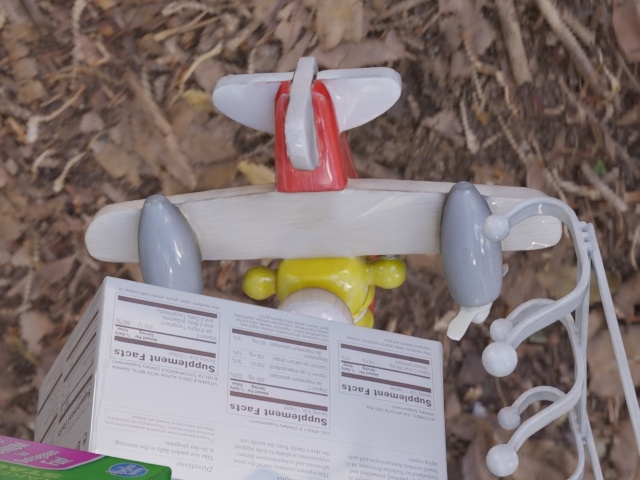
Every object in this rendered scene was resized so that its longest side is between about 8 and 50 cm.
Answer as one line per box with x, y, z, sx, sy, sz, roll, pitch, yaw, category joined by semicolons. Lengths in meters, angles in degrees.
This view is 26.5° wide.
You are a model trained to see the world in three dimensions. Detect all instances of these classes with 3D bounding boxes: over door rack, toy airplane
0.173;0.163;0.870;0.108;0.324;0.239;-16;137;-4;over door rack
0.000;0.000;1.429;0.384;0.272;0.386;27;140;-29;toy airplane

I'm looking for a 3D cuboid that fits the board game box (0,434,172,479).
-0.263;0.138;0.712;0.317;0.242;0.064;9;90;8;board game box

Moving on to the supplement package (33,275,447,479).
-0.067;0.157;1.014;0.262;0.145;0.204;13;146;-19;supplement package
